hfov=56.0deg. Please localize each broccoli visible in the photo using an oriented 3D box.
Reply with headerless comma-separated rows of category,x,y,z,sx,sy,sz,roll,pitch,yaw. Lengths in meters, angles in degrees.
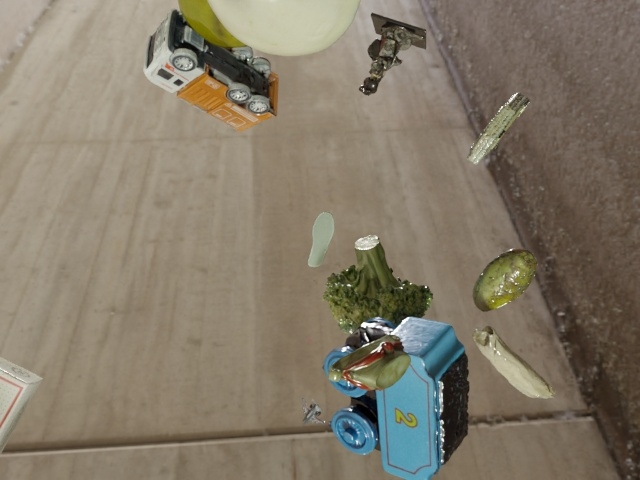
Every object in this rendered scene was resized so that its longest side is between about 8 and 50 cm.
broccoli,0.133,0.140,1.523,0.259,0.288,0.235,56,-142,-45

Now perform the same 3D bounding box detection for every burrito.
burrito,0.471,0.306,1.471,0.082,0.275,0.059,-19,34,49

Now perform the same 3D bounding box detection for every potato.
potato,0.453,0.106,1.489,0.198,0.119,0.054,-42,15,24

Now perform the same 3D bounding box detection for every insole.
insole,0.000,0.000,1.340,0.002,0.053,0.152,-114,32,-49

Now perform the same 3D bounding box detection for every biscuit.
biscuit,0.438,-0.277,1.484,0.250,0.046,0.147,-40,-15,-53

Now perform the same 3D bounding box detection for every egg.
egg,-0.079,-0.438,1.054,0.174,0.287,0.264,-67,0,-53

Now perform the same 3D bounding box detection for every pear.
pear,-0.222,-0.631,1.505,0.294,0.295,0.293,177,90,-88

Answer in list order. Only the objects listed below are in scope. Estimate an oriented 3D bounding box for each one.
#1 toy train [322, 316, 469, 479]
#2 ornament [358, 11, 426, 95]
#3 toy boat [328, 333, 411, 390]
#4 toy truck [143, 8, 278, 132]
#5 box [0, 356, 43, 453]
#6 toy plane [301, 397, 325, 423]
toy train,0.158,0.299,1.195,0.188,0.265,0.300,-29,-61,-49
ornament,0.181,-0.479,1.638,0.166,0.153,0.195,-6,-61,-78
toy boat,0.093,0.201,0.992,0.185,0.071,0.089,-15,-61,-47
toy truck,-0.313,-0.467,1.713,0.388,0.207,0.173,25,-125,-41
box,-0.746,0.290,1.162,0.210,0.331,0.095,-62,4,-7
toy plane,-0.021,0.414,1.438,0.078,0.031,0.083,45,134,21
